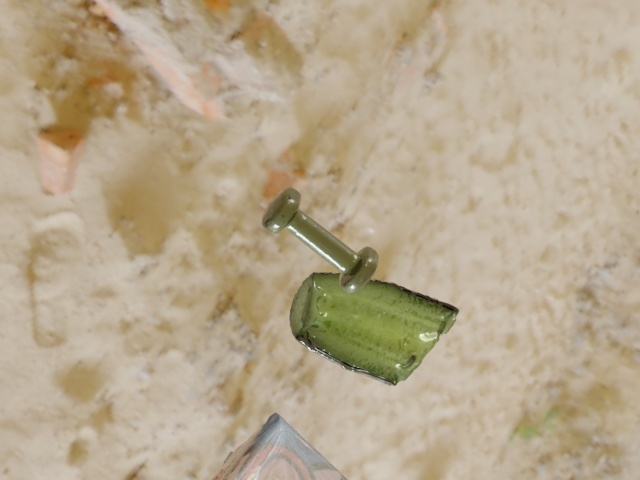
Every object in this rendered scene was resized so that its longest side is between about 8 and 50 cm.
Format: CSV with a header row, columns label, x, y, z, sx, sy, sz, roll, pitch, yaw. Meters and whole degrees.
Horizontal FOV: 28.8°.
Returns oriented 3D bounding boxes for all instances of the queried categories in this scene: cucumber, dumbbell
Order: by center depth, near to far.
label,x,y,z,sx,sy,sz,roll,pitch,yaw
dumbbell,0.000,0.000,1.175,0.046,0.118,0.052,-48,-166,19
cucumber,0.055,0.103,1.447,0.193,0.086,0.115,21,79,-28

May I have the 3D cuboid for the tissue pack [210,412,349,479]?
label,x,y,z,sx,sy,sz,roll,pitch,yaw
tissue pack,-0.005,0.182,0.635,0.065,0.155,0.115,-47,180,37
